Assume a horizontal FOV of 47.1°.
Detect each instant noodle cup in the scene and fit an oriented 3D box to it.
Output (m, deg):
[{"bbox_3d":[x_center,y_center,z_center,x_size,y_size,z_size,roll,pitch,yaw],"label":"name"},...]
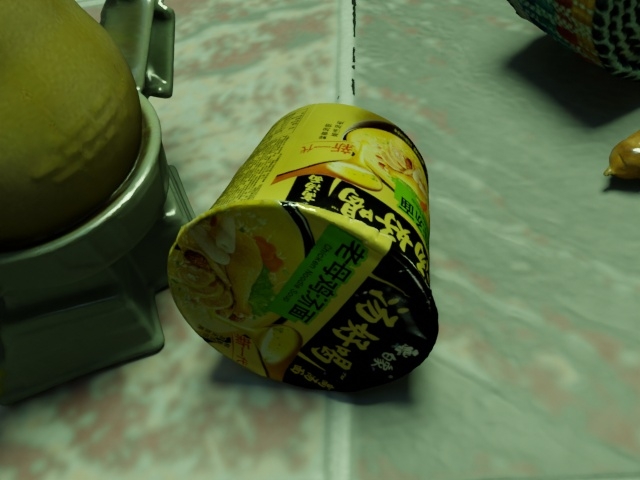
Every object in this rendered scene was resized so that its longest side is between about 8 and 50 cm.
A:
[{"bbox_3d":[0.000,0.000,0.437,0.152,0.151,0.122,0,41,16],"label":"instant noodle cup"}]

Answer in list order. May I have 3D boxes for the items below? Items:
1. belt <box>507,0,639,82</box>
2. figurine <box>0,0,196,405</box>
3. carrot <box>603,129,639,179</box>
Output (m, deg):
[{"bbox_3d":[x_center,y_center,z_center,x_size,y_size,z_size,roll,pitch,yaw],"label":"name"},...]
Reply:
[{"bbox_3d":[0.255,-0.234,0.501,0.257,0.207,0.150,-41,52,4],"label":"belt"},{"bbox_3d":[-0.176,-0.057,0.431,0.167,0.285,0.342,-4,53,11],"label":"figurine"},{"bbox_3d":[0.303,-0.083,0.467,0.248,0.059,0.059,-13,50,9],"label":"carrot"}]
